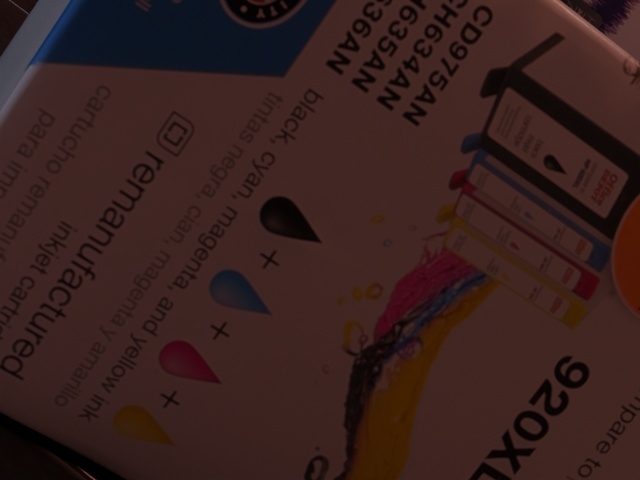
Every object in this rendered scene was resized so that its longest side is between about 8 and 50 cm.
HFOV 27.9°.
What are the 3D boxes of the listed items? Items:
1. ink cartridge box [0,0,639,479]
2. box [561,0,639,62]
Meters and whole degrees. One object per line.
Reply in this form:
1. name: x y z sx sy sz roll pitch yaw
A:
1. ink cartridge box: 0.013 -0.008 0.409 0.232 0.171 0.168 33 9 -18
2. box: 0.090 -0.016 0.577 0.322 0.232 0.058 34 9 -20
